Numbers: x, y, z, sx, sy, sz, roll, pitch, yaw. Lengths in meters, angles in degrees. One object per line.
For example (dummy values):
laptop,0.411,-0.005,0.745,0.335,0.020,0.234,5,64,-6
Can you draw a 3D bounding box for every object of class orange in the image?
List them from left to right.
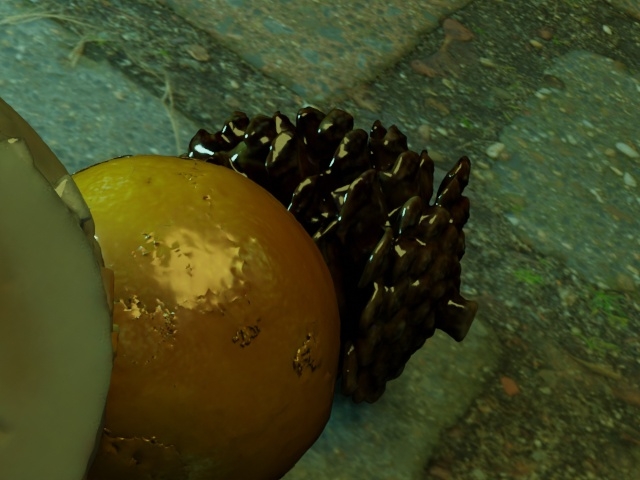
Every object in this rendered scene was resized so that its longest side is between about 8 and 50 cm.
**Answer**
orange,-0.104,0.066,1.052,0.246,0.246,0.246,20,34,-14

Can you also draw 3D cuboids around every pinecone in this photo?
pinecone,0.000,0.000,1.251,0.272,0.224,0.224,30,32,19

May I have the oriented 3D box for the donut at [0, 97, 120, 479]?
donut,-0.288,0.068,0.831,0.382,0.382,0.142,6,11,-32
